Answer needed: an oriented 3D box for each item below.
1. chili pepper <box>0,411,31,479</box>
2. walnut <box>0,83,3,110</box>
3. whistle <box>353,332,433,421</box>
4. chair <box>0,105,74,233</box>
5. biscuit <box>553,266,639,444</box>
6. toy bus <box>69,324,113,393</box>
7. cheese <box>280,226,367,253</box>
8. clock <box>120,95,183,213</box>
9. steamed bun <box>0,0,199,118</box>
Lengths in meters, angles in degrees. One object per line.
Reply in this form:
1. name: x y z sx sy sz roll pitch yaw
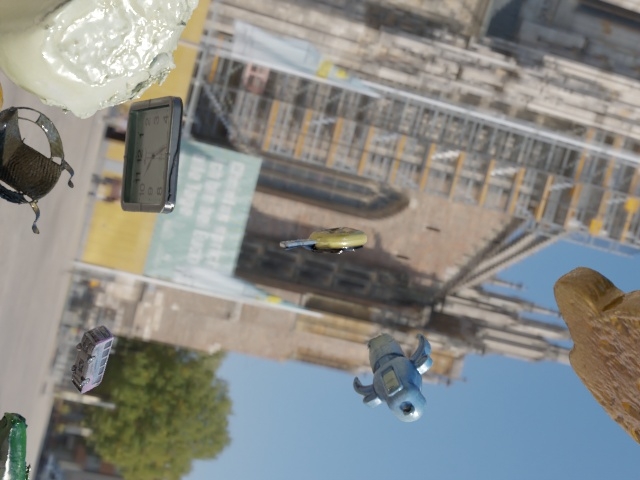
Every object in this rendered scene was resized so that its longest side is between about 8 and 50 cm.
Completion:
1. chili pepper: -0.511 0.366 1.540 0.062 0.108 0.216 -115 -137 -76
2. walnut: -0.669 -0.297 1.989 0.091 0.052 0.121 -152 -121 -70
3. whistle: 0.147 0.268 1.959 0.180 0.093 0.269 -36 -156 10
4. chair: -0.548 -0.138 1.810 0.174 0.149 0.213 -58 179 -27
5. biscuit: 0.412 0.150 1.252 0.057 0.287 0.344 -37 163 -15
6. toy bus: -0.372 0.193 1.600 0.037 0.052 0.131 44 -46 21
7. cheese: 0.000 0.001 1.817 0.086 0.162 0.036 22 -64 57
8. clock: -0.399 -0.201 2.351 0.279 0.049 0.274 6 -90 57
9. steamed bun: -0.361 -0.359 1.563 0.312 0.333 0.233 -120 -174 -46
